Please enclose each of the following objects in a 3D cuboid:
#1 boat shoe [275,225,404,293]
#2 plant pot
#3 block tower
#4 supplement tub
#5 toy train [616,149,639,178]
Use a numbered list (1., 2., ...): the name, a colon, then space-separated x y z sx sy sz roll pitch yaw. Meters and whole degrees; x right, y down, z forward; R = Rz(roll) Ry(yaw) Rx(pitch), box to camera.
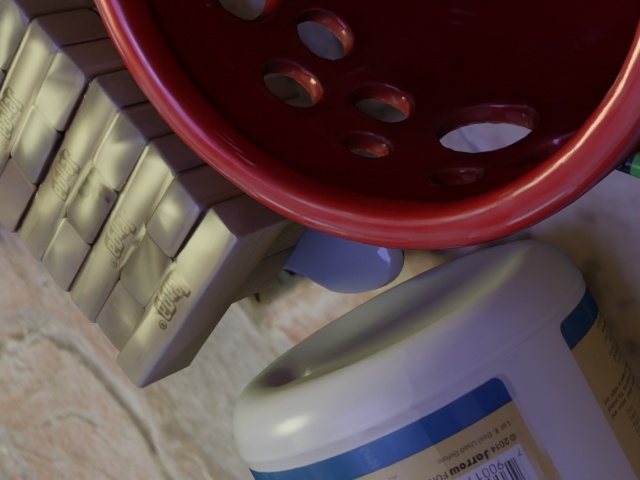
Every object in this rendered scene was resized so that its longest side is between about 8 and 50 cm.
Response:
1. boat shoe: 0.000 0.000 0.591 0.100 0.035 0.035 4 105 42
2. plant pot: 0.048 -0.113 0.413 0.191 0.174 0.191 15 119 28
3. block tower: -0.130 -0.100 0.575 0.335 0.097 0.091 48 130 17
4. supplement tub: 0.071 0.116 0.526 0.144 0.144 0.200 -24 97 40
5. toy train: 0.140 -0.020 0.492 0.083 0.023 0.017 21 122 25
